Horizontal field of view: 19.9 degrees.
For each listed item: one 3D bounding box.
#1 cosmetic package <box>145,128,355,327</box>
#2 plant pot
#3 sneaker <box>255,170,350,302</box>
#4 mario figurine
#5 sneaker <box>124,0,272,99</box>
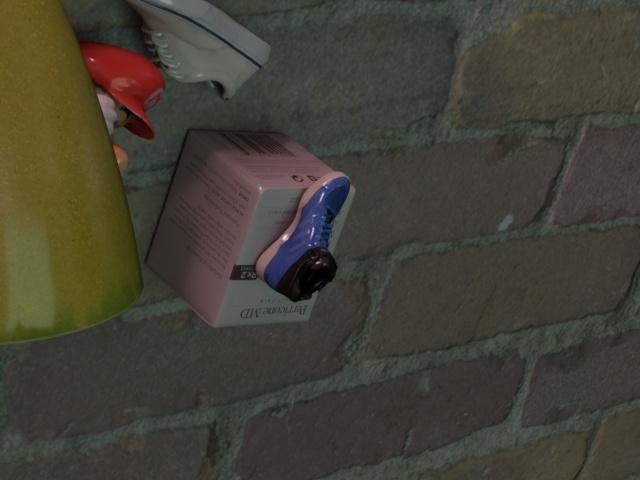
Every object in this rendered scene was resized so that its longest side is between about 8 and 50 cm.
[{"bbox_3d":[-0.083,-0.015,2.125,0.151,0.151,0.184,-2,120,-42],"label":"cosmetic package"},{"bbox_3d":[-0.299,-0.091,1.617,0.274,0.274,0.294,-14,112,-37],"label":"plant pot"},{"bbox_3d":[0.000,0.000,2.030,0.152,0.084,0.058,-51,140,-2],"label":"sneaker"},{"bbox_3d":[-0.286,-0.073,1.863,0.320,0.198,0.170,-36,127,-12],"label":"mario figurine"},{"bbox_3d":[-0.147,-0.218,1.957,0.258,0.094,0.091,27,94,-51],"label":"sneaker"}]
